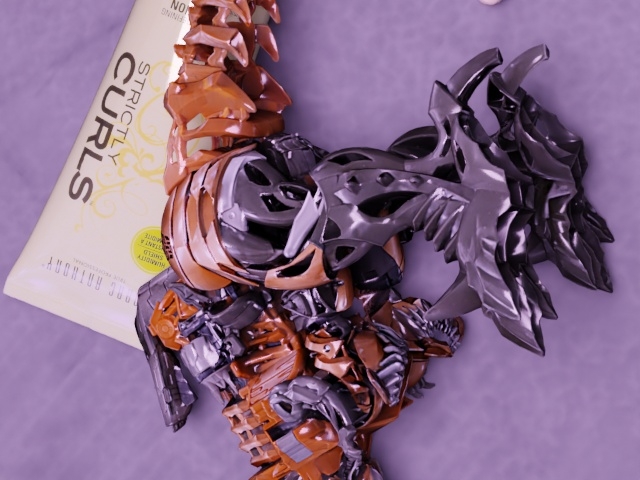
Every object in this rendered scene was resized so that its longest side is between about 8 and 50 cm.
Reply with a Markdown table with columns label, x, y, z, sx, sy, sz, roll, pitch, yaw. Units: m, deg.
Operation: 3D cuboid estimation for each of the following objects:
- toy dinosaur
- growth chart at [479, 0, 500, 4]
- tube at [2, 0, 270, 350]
| label | x | y | z | sx | sy | sz | roll | pitch | yaw |
| --- | --- | --- | --- | --- | --- | --- | --- | --- | --- |
| toy dinosaur | 0.000 | 0.000 | 0.692 | 0.218 | 0.164 | 0.322 | -9 | 118 | 25 |
| growth chart | 0.083 | -0.256 | 0.746 | 0.172 | 0.021 | 0.237 | 36 | 96 | 11 |
| tube | -0.074 | -0.066 | 0.760 | 0.070 | 0.062 | 0.240 | 31 | 103 | 46 |
